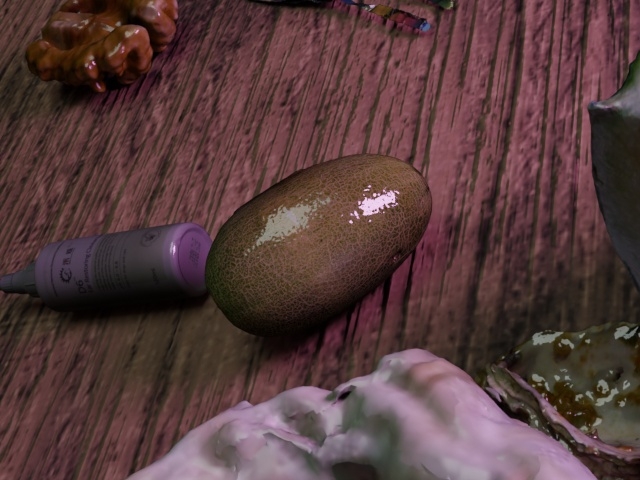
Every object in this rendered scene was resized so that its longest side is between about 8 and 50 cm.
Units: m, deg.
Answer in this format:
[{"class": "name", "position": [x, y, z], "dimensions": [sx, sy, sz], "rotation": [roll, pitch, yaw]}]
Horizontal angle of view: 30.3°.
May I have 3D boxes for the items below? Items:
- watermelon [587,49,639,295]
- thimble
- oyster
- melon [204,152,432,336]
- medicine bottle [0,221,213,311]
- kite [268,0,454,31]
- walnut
[{"class": "watermelon", "position": [0.322, -0.042, 0.524], "dimensions": [0.387, 0.228, 0.258], "rotation": [-27, 47, 17]}, {"class": "thimble", "position": [0.022, 0.205, 0.458], "dimensions": [0.292, 0.195, 0.291], "rotation": [-17, 38, 14]}, {"class": "oyster", "position": [0.153, 0.085, 0.610], "dimensions": [0.177, 0.056, 0.105], "rotation": [2, 43, 36]}, {"class": "melon", "position": [0.000, 0.000, 0.778], "dimensions": [0.162, 0.099, 0.099], "rotation": [-32, 37, -4]}, {"class": "medicine bottle", "position": [-0.176, 0.025, 0.908], "dimensions": [0.199, 0.057, 0.057], "rotation": [-7, 44, 30]}, {"class": "kite", "position": [0.047, -0.250, 1.086], "dimensions": [0.152, 0.015, 0.285], "rotation": [-43, 38, -12]}, {"class": "walnut", "position": [-0.210, -0.201, 1.174], "dimensions": [0.170, 0.069, 0.143], "rotation": [7, 54, 42]}]
